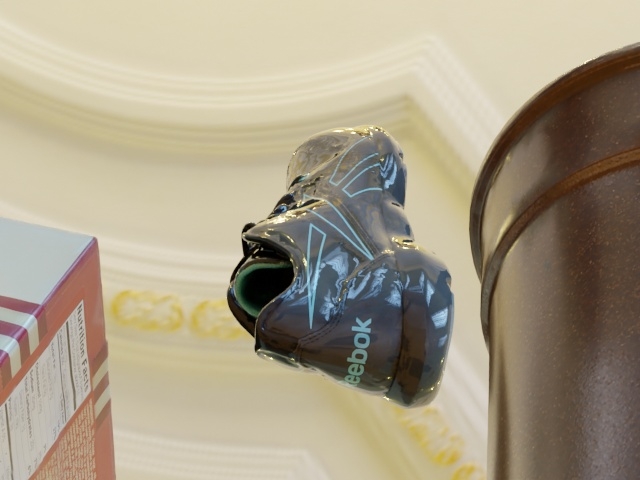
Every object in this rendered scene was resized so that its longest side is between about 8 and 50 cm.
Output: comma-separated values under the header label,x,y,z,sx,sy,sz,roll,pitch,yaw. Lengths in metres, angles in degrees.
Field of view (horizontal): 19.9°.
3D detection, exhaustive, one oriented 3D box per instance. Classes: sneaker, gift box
label,x,y,z,sx,sy,sz,roll,pitch,yaw
sneaker,0.000,0.000,1.036,0.106,0.267,0.101,4,-67,-12
gift box,-0.293,0.119,1.080,0.258,0.276,0.255,12,-58,16

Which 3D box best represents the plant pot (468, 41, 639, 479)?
label,x,y,z,sx,sy,sz,roll,pitch,yaw
plant pot,0.116,0.054,0.522,0.167,0.165,0.167,7,-47,7
